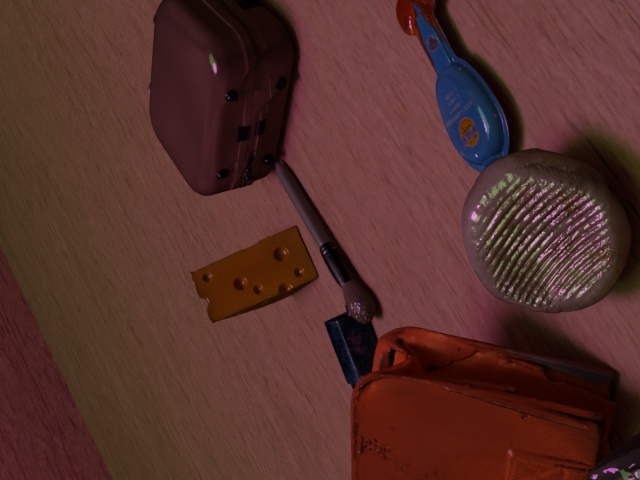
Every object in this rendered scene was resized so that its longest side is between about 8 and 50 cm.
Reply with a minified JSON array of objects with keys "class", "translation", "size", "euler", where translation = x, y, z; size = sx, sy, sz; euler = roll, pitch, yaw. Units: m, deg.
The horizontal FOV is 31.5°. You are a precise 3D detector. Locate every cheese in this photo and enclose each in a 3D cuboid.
[{"class":"cheese","translation":[-0.114,0.061,1.785],"size":[0.093,0.171,0.126],"euler":[66,153,7]},{"class":"cheese","translation":[0.153,-0.185,1.296],"size":[0.256,0.037,0.106],"euler":[66,151,10]}]

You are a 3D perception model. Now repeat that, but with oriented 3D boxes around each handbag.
[{"class":"handbag","translation":[0.186,0.308,1.355],"size":[0.304,0.116,0.410],"euler":[11,124,17]},{"class":"handbag","translation":[-0.171,-0.250,1.714],"size":[0.283,0.149,0.302],"euler":[49,148,30]}]

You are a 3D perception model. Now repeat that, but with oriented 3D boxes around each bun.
[{"class":"bun","translation":[0.239,-0.015,1.182],"size":[0.183,0.102,0.183],"euler":[11,121,18]}]

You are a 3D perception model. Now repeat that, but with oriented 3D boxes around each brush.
[{"class":"brush","translation":[0.000,0.000,1.687],"size":[0.299,0.039,0.042],"euler":[58,151,23]}]

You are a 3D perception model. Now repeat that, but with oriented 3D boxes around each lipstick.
[{"class":"lipstick","translation":[0.089,0.256,1.684],"size":[0.051,0.051,0.312],"euler":[-15,97,62]}]

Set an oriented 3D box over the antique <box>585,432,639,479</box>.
[{"class":"antique","translation":[0.385,0.215,1.062],"size":[0.125,0.150,0.284],"euler":[59,142,12]}]
